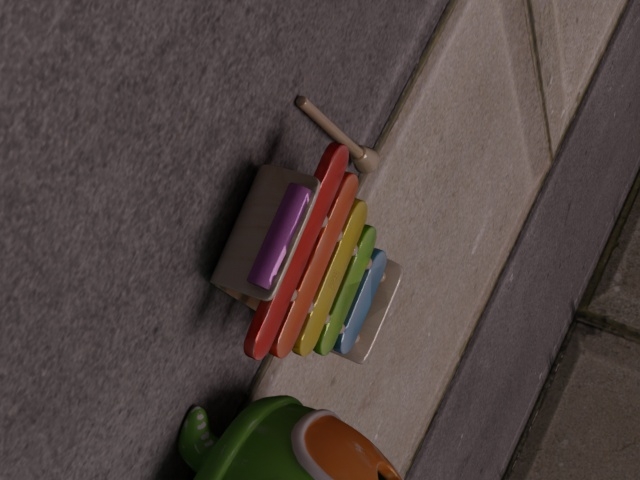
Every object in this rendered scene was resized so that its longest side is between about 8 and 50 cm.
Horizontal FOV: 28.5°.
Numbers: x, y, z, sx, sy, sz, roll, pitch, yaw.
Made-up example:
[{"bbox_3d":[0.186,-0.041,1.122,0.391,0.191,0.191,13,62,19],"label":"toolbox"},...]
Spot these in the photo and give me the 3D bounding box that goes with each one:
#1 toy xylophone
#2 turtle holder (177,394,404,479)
[{"bbox_3d":[0.000,0.000,1.204,0.322,0.081,0.236,21,89,-68],"label":"toy xylophone"},{"bbox_3d":[-0.039,0.317,1.191,0.320,0.227,0.243,-62,157,-19],"label":"turtle holder"}]
